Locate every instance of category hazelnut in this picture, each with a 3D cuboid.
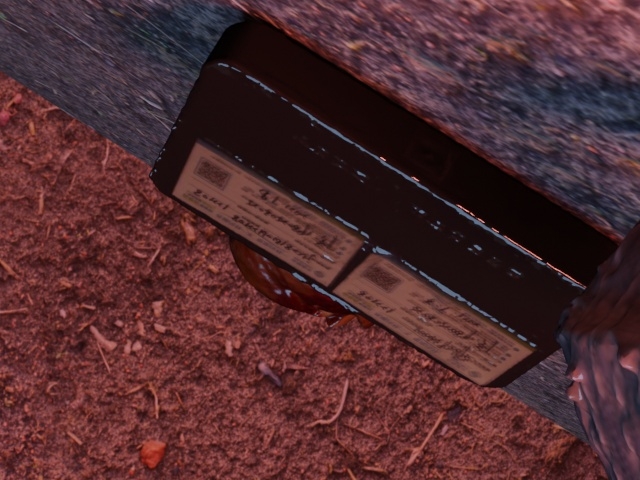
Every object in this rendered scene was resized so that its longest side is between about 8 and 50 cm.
[{"bbox_3d":[-0.005,-0.006,1.209,0.170,0.160,0.202,34,-168,-27],"label":"hazelnut"}]

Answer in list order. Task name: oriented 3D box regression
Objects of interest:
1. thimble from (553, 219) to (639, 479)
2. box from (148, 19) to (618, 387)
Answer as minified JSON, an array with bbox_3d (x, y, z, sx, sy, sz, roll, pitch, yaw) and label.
[{"bbox_3d":[0.230,0.084,0.591,0.236,0.205,0.172,32,175,-13],"label":"thimble"},{"bbox_3d":[0.044,-0.017,1.013,0.350,0.058,0.211,32,148,-6],"label":"box"}]
